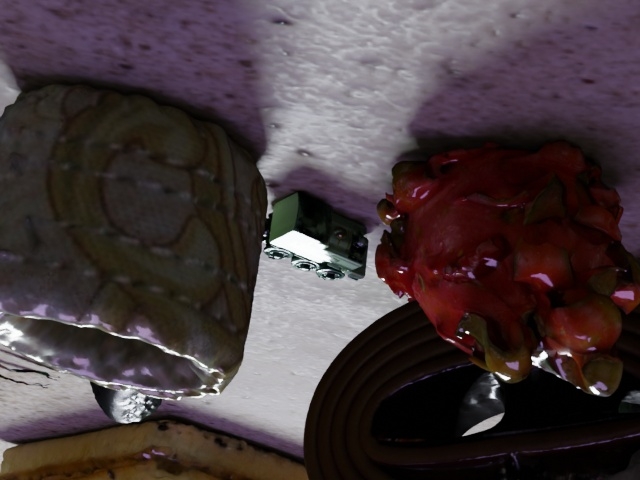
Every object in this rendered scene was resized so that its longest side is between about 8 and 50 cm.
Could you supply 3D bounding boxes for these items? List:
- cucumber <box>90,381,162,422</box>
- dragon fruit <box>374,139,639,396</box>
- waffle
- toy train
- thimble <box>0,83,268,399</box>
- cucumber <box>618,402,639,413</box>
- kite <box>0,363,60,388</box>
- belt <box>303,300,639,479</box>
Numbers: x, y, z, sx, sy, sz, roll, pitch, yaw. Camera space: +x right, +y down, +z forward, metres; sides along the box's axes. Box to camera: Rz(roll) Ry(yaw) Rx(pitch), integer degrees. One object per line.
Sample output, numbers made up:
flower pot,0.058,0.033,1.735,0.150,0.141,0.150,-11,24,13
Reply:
cucumber,-0.153,0.087,1.163,0.074,0.074,0.241,11,157,-5
dragon fruit,0.112,0.017,0.800,0.133,0.208,0.150,4,119,-24
waffle,-0.199,0.307,1.675,0.261,0.114,0.376,24,154,-36
toy train,0.000,0.000,0.934,0.083,0.033,0.053,22,152,-31
thimble,-0.123,0.001,0.832,0.190,0.143,0.137,24,155,-33
cucumber,0.340,0.112,1.027,0.303,0.072,0.081,-10,153,40
kite,-0.357,0.095,1.335,0.285,0.015,0.152,21,156,-29
belt,0.155,0.135,0.959,0.338,0.217,0.122,-7,154,31
